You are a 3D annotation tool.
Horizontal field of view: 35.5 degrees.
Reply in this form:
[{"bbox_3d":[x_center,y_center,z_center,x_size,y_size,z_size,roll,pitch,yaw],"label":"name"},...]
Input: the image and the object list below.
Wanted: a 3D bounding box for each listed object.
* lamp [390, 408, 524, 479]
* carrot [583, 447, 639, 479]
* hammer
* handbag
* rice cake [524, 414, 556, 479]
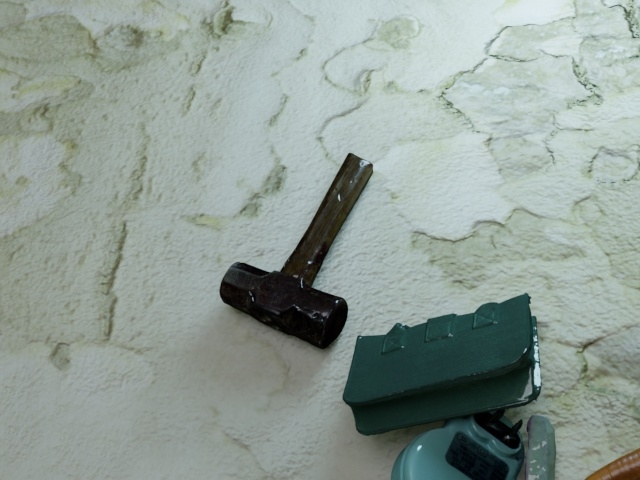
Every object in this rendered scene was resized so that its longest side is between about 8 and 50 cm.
[{"bbox_3d":[0.225,0.381,1.588,0.209,0.147,0.284,37,65,2],"label":"lamp"},{"bbox_3d":[0.530,0.352,1.582,0.271,0.066,0.062,-11,14,13],"label":"carrot"},{"bbox_3d":[0.000,0.000,1.940,0.242,0.095,0.409,18,61,25],"label":"hammer"},{"bbox_3d":[0.204,0.205,1.672,0.326,0.089,0.238,-17,23,19],"label":"handbag"},{"bbox_3d":[0.350,0.422,1.579,0.051,0.081,0.290,-13,55,30],"label":"rice cake"}]
